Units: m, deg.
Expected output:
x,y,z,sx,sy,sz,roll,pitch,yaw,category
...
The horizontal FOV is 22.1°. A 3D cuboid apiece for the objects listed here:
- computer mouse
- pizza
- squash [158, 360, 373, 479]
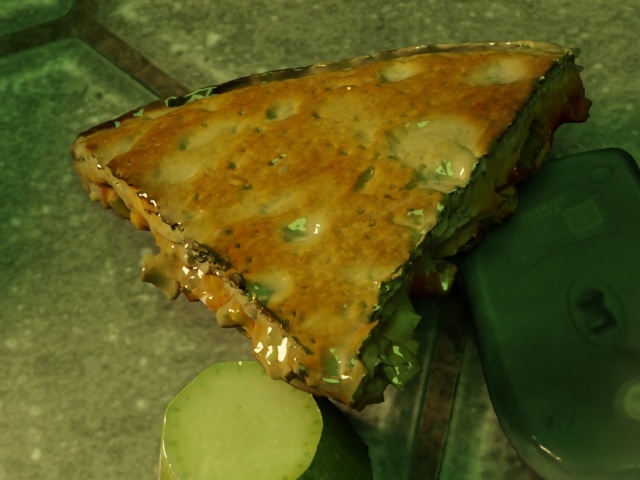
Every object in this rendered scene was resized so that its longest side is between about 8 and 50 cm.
x,y,z,sx,sy,sz,roll,pitch,yaw,category
0.209,0.067,1.250,0.188,0.122,0.371,-22,45,3,computer mouse
0.000,0.000,1.259,0.440,0.130,0.406,-10,39,11,pizza
-0.048,0.165,1.223,0.170,0.123,0.170,-4,57,6,squash
